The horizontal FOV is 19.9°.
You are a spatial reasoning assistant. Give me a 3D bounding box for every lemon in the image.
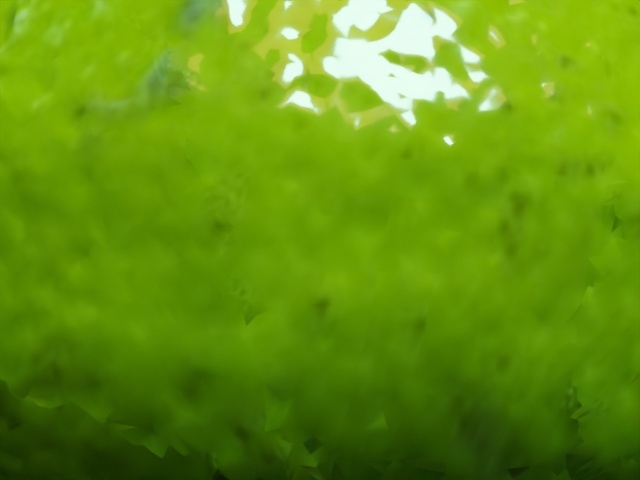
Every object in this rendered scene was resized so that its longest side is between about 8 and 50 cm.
[{"bbox_3d":[0.000,0.000,0.540,0.310,0.253,0.253,-1,35,-9],"label":"lemon"}]
